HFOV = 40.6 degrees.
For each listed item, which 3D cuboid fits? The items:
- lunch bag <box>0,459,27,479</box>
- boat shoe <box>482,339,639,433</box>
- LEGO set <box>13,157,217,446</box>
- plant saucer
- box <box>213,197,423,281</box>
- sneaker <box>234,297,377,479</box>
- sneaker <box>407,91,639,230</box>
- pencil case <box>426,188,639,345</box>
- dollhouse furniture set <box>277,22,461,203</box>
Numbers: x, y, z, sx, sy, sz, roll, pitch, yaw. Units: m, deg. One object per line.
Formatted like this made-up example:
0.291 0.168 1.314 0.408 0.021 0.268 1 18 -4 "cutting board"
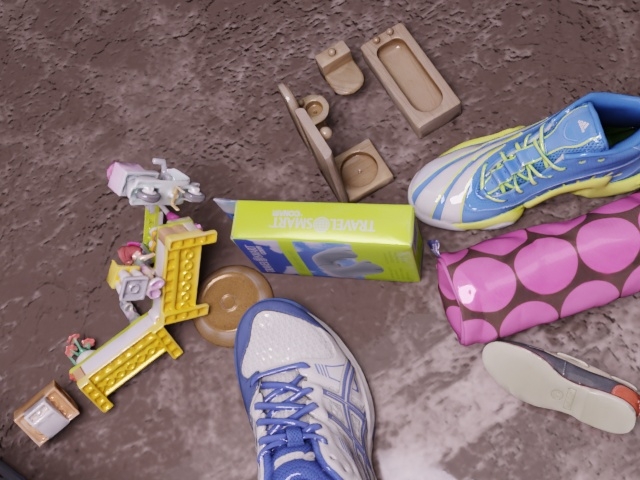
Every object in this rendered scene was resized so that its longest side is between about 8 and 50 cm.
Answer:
-0.381 0.336 0.673 0.328 0.239 0.385 29 71 18 "lunch bag"
0.206 0.118 0.738 0.137 0.049 0.043 23 34 21 "boat shoe"
-0.192 0.052 0.813 0.107 0.132 0.287 43 111 42 "LEGO set"
-0.086 0.061 0.831 0.083 0.015 0.083 -4 70 10 "plant saucer"
0.000 0.000 0.786 0.178 0.109 0.042 3 72 12 "box"
-0.005 0.170 0.713 0.112 0.131 0.296 -24 66 4 "sneaker"
0.191 -0.081 0.768 0.240 0.126 0.091 -15 68 5 "sneaker"
0.205 0.018 0.752 0.209 0.098 0.095 -15 102 3 "pencil case"
0.045 -0.142 0.822 0.151 0.123 0.144 -31 67 -1 "dollhouse furniture set"
